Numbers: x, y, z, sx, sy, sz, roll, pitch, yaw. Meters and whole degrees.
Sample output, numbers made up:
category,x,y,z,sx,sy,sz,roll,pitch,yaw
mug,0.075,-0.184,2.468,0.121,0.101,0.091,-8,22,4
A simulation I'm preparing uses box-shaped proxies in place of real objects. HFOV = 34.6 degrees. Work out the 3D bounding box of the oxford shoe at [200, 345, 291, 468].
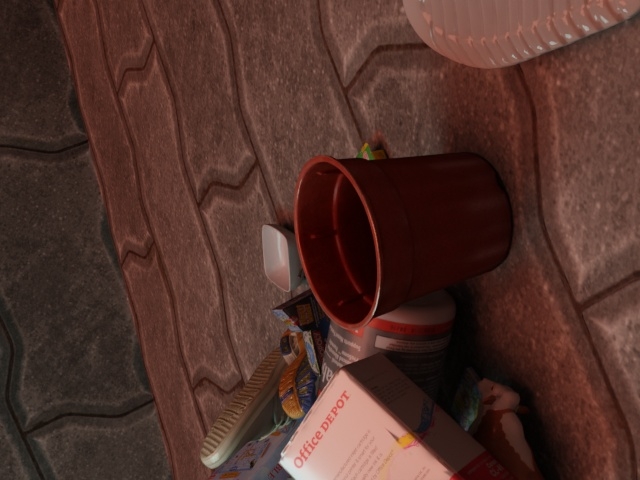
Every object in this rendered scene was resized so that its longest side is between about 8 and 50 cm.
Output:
category,x,y,z,sx,sy,sz,roll,pitch,yaw
oxford shoe,-0.110,0.356,2.212,0.169,0.449,0.130,-34,96,31

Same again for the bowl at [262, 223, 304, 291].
category,x,y,z,sx,sy,sz,roll,pitch,yaw
bowl,-0.081,0.034,2.338,0.142,0.053,0.142,30,128,57

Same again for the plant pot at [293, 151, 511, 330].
category,x,y,z,sx,sy,sz,roll,pitch,yaw
plant pot,0.135,-0.020,1.616,0.272,0.265,0.272,37,133,54

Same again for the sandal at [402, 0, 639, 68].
category,x,y,z,sx,sy,sz,roll,pitch,yaw
sandal,0.283,-0.327,1.377,0.416,0.102,0.169,6,122,51

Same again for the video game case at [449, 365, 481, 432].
category,x,y,z,sx,sy,sz,roll,pitch,yaw
video game case,0.282,0.314,1.761,0.166,0.015,0.119,56,147,37

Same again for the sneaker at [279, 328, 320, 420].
category,x,y,z,sx,sy,sz,roll,pitch,yaw
sneaker,-0.007,0.283,2.149,0.112,0.131,0.296,-38,24,20

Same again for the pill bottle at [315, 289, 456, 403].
category,x,y,z,sx,sy,sz,roll,pitch,yaw
pill bottle,0.103,0.251,1.800,0.210,0.210,0.362,35,119,55

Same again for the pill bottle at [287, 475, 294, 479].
category,x,y,z,sx,sy,sz,roll,pitch,yaw
pill bottle,-0.051,0.531,2.430,0.216,0.121,0.121,-25,79,64

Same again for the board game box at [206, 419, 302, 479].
category,x,y,z,sx,sy,sz,roll,pitch,yaw
board game box,-0.118,0.481,2.338,0.066,0.318,0.319,47,156,-8

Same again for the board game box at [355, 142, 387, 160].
category,x,y,z,sx,sy,sz,roll,pitch,yaw
board game box,0.121,-0.046,1.904,0.259,0.039,0.124,66,152,17

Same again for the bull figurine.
category,x,y,z,sx,sy,sz,roll,pitch,yaw
bull figurine,0.288,0.381,1.642,0.188,0.101,0.310,-37,71,42

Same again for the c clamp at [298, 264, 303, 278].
category,x,y,z,sx,sy,sz,roll,pitch,yaw
c clamp,0.000,0.000,2.154,0.161,0.022,0.137,151,130,-62

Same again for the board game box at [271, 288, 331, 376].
category,x,y,z,sx,sy,sz,roll,pitch,yaw
board game box,0.008,0.165,2.049,0.060,0.194,0.194,-12,90,65

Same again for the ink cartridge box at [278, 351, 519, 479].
category,x,y,z,sx,sy,sz,roll,pitch,yaw
ink cartridge box,0.117,0.360,1.606,0.306,0.131,0.226,44,118,22
